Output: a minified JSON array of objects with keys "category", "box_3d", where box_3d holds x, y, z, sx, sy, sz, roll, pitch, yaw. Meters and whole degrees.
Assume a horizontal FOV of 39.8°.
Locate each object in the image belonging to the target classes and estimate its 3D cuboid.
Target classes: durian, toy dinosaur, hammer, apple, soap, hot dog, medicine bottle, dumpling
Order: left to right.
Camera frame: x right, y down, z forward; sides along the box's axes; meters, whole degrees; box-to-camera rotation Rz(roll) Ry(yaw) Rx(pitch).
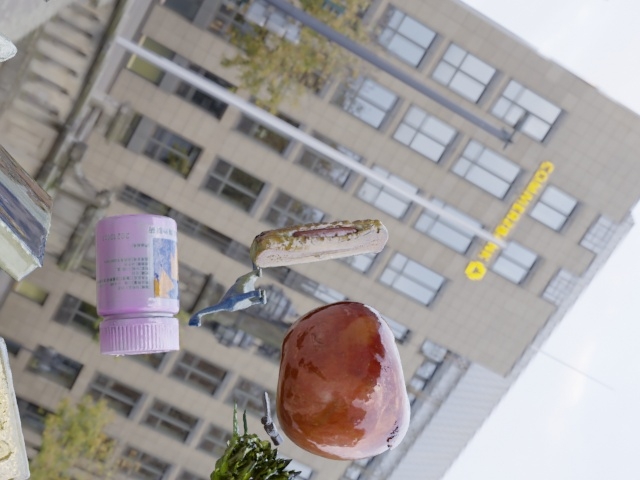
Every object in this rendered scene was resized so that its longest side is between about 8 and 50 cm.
[{"category":"soap","box_3d":[-0.646,0.325,1.617,0.089,0.173,0.274,2,-77,56]},{"category":"dumpling","box_3d":[-0.593,-0.352,1.610,0.059,0.043,0.077,-39,169,4]},{"category":"medicine bottle","box_3d":[-0.394,0.098,1.906,0.178,0.178,0.291,151,-64,-67]},{"category":"toy dinosaur","box_3d":[-0.234,0.131,2.245,0.248,0.188,0.075,-95,175,-56]},{"category":"durian","box_3d":[-0.065,0.350,1.039,0.158,0.169,0.352,-32,146,-8]},{"category":"hammer","box_3d":[-0.101,0.336,1.707,0.021,0.065,0.178,-29,-166,-2]},{"category":"hot dog","box_3d":[0.000,0.001,1.646,0.083,0.289,0.068,-56,-129,46]},{"category":"apple","box_3d":[0.031,0.222,1.398,0.272,0.206,0.252,-89,170,-68]}]

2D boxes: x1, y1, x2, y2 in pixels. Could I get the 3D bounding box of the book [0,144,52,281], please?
[{"category":"book","box_3d":[-0.407,-0.113,0.952,0.039,0.300,0.428,-41,-162,-5]}]
